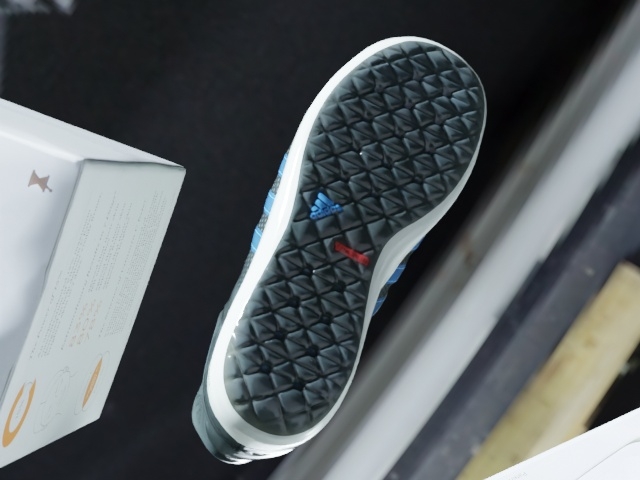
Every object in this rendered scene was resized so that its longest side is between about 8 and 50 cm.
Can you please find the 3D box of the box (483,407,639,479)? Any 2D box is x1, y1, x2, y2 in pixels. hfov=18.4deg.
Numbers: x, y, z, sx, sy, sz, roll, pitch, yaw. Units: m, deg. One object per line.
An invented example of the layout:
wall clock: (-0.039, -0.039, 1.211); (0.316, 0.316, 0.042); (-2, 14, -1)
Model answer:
box: (0.211, 0.243, 1.270); (0.262, 0.231, 0.127); (-21, -53, -23)

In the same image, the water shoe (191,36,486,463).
water shoe: (0.000, 0.000, 0.831); (0.073, 0.080, 0.203); (34, -117, -7)

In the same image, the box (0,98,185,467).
box: (-0.232, 0.018, 1.365); (0.345, 0.168, 0.215); (-11, -59, -84)
